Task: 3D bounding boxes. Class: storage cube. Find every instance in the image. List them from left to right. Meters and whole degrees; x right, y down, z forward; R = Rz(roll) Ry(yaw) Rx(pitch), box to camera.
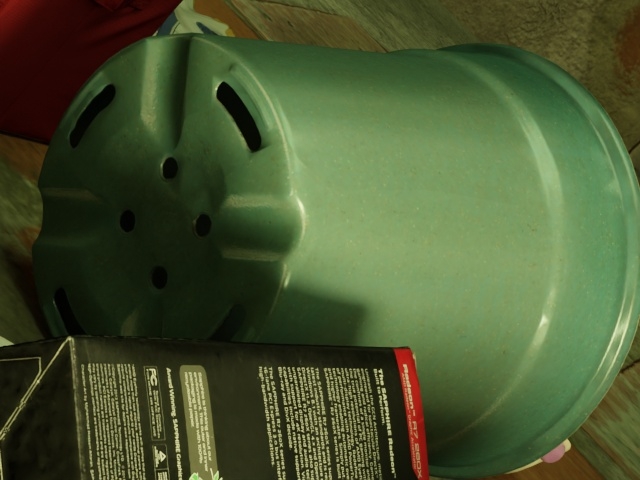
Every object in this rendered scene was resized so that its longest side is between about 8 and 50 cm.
[{"bbox_3d":[-0.250,-0.213,1.455,0.215,0.193,0.184,51,20,23],"label":"storage cube"}]

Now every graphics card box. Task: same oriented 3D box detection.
[{"bbox_3d":[-0.050,0.170,0.958,0.371,0.094,0.232,7,76,-64],"label":"graphics card box"}]

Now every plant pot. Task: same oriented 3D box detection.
[{"bbox_3d":[0.000,0.000,1.314,0.334,0.341,0.341,8,37,-48],"label":"plant pot"}]

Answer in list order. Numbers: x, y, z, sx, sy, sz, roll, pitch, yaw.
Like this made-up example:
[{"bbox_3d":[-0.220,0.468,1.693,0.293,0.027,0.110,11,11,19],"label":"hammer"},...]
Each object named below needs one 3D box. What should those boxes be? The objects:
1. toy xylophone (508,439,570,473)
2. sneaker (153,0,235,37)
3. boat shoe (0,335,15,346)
[{"bbox_3d":[0.094,0.067,1.631,0.322,0.081,0.236,58,7,35],"label":"toy xylophone"},{"bbox_3d":[-0.177,-0.188,1.684,0.131,0.112,0.296,-5,23,-24],"label":"sneaker"},{"bbox_3d":[-0.242,0.083,0.957,0.277,0.098,0.096,27,22,-15],"label":"boat shoe"}]
